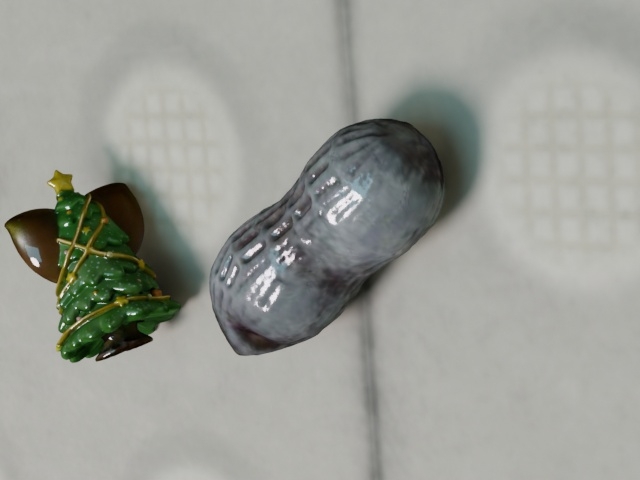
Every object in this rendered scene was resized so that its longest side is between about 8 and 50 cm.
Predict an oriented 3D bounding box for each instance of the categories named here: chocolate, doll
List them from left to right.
[{"bbox_3d":[-0.128,0.013,0.968,0.076,0.078,0.113,3,111,67],"label":"doll"},{"bbox_3d":[0.000,0.000,0.863,0.167,0.072,0.072,-46,69,38],"label":"chocolate"}]
